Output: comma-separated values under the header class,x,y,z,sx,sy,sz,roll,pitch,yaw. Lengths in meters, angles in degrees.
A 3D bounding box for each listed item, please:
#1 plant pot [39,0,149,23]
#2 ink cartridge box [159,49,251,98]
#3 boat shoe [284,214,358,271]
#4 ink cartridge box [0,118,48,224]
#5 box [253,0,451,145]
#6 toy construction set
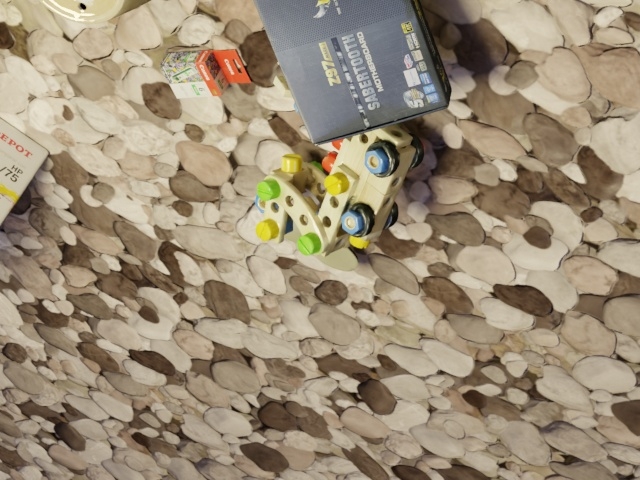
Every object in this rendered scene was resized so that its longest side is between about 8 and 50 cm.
class,x,y,z,sx,sy,sz,roll,pitch,yaw
plant pot,-0.228,-0.375,1.763,0.256,0.274,0.256,13,136,13
ink cartridge box,-0.159,-0.230,2.120,0.115,0.029,0.063,1,136,31
boat shoe,0.001,-0.001,2.292,0.133,0.042,0.049,31,123,-6
ink cartridge box,-0.592,-0.060,2.381,0.198,0.270,0.197,35,141,-11
box,0.038,-0.247,1.874,0.183,0.059,0.233,-14,115,17
toy construction set,0.014,-0.110,2.082,0.215,0.151,0.328,39,141,26
